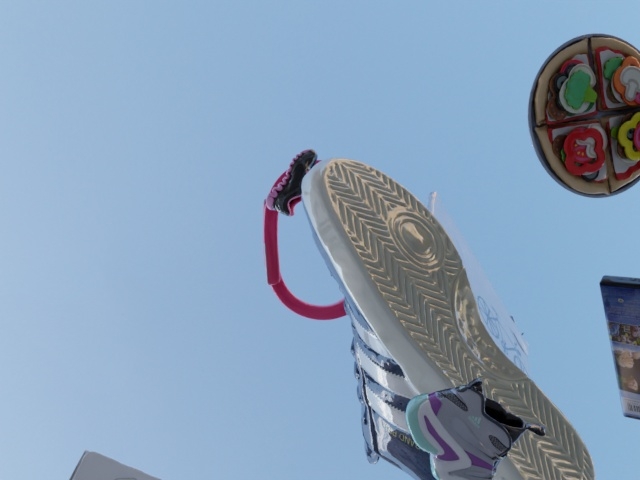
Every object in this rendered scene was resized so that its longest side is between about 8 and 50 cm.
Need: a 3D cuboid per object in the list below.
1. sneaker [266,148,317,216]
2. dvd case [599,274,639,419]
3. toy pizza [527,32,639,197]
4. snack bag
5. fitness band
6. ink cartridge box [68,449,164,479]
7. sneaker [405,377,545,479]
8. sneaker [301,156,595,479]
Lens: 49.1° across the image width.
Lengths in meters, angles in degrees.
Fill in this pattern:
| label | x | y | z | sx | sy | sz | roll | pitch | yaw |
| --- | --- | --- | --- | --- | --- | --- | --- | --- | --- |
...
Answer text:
| label | x | y | z | sx | sy | sz | roll | pitch | yaw |
| --- | --- | --- | --- | --- | --- | --- | --- | --- | --- |
| sneaker | -0.034 | -0.089 | 1.123 | 0.057 | 0.047 | 0.119 | 34 | -88 | 29 |
| dvd case | 0.474 | 0.156 | 0.913 | 0.022 | 0.181 | 0.253 | -47 | -53 | -38 |
| toy pizza | 0.345 | -0.152 | 0.852 | 0.202 | 0.032 | 0.201 | -1 | -86 | -16 |
| snack bag | 0.200 | 0.112 | 0.921 | 0.037 | 0.342 | 0.323 | -27 | -73 | 22 |
| fitness band | 0.000 | 0.000 | 1.270 | 0.209 | 0.054 | 0.290 | -2 | -90 | -9 |
| ink cartridge box | -0.307 | 0.475 | 1.225 | 0.207 | 0.283 | 0.117 | 18 | -113 | 11 |
| sneaker | 0.099 | 0.125 | 0.402 | 0.069 | 0.038 | 0.098 | -25 | -78 | 16 |
| sneaker | 0.067 | 0.100 | 0.589 | 0.131 | 0.148 | 0.350 | -20 | -105 | -45 |
